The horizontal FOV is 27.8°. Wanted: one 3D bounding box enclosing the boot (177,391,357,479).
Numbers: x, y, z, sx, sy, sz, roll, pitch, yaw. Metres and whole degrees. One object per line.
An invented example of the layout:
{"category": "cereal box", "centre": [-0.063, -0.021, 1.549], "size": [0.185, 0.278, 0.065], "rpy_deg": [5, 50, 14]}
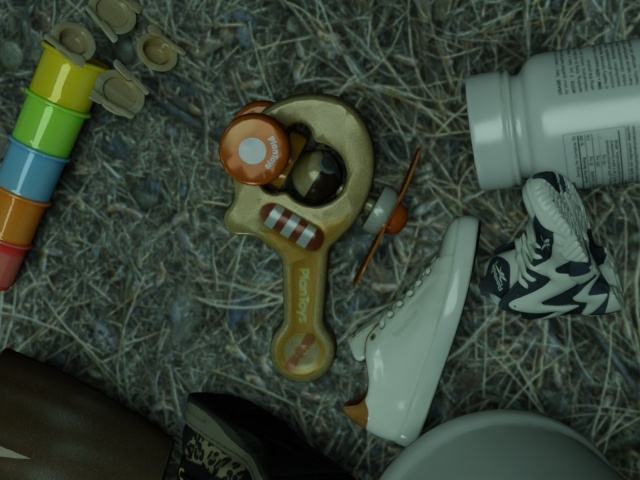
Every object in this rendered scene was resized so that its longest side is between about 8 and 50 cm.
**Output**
{"category": "boot", "centre": [-0.085, 0.370, 1.493], "size": [0.377, 0.138, 0.284], "rpy_deg": [32, 106, 50]}

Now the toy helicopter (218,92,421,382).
{"category": "toy helicopter", "centre": [0.000, 0.000, 1.560], "size": [0.235, 0.140, 0.355], "rpy_deg": [2, 103, 2]}

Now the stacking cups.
{"category": "stacking cups", "centre": [-0.366, -0.092, 1.633], "size": [0.096, 0.096, 0.316], "rpy_deg": [27, 101, 9]}

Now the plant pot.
{"category": "plant pot", "centre": [-0.303, 0.264, 1.582], "size": [0.230, 0.215, 0.215], "rpy_deg": [15, 95, -2]}

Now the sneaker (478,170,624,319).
{"category": "sneaker", "centre": [0.238, 0.021, 1.470], "size": [0.153, 0.235, 0.094], "rpy_deg": [-18, 55, 23]}

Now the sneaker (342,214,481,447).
{"category": "sneaker", "centre": [0.102, 0.097, 1.533], "size": [0.123, 0.106, 0.290], "rpy_deg": [20, 97, 7]}

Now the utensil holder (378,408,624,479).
{"category": "utensil holder", "centre": [0.237, 0.390, 1.332], "size": [0.327, 0.385, 0.327], "rpy_deg": [-2, 103, -11]}

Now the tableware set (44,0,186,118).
{"category": "tableware set", "centre": [-0.249, -0.234, 1.581], "size": [0.141, 0.169, 0.020], "rpy_deg": [41, 140, -7]}

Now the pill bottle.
{"category": "pill bottle", "centre": [0.313, -0.140, 1.458], "size": [0.283, 0.160, 0.160], "rpy_deg": [-7, 91, 10]}
